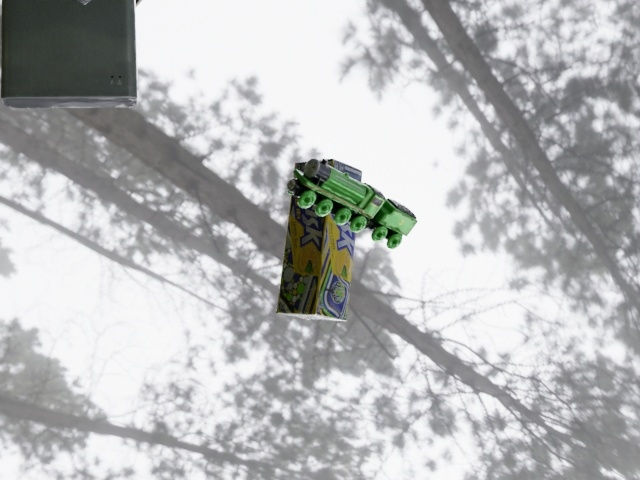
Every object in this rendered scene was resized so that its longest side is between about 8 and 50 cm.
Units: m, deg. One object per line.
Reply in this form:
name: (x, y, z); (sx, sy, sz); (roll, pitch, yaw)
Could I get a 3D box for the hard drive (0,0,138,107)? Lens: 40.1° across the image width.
hard drive: (-0.183, -0.164, 0.642); (0.094, 0.022, 0.135); (-2, -103, -10)

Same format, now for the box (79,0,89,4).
box: (-0.059, -0.240, 0.404); (0.175, 0.051, 0.220); (-22, -127, 35)

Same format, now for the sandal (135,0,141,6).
sandal: (-0.242, -0.372, 1.149); (0.219, 0.090, 0.060); (-41, -169, 22)

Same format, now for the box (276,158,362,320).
box: (0.000, 0.000, 0.947); (0.059, 0.054, 0.169); (-2, -102, 41)

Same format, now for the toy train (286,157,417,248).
toy train: (0.017, -0.018, 0.422); (0.024, 0.083, 0.017); (-53, -134, 13)
